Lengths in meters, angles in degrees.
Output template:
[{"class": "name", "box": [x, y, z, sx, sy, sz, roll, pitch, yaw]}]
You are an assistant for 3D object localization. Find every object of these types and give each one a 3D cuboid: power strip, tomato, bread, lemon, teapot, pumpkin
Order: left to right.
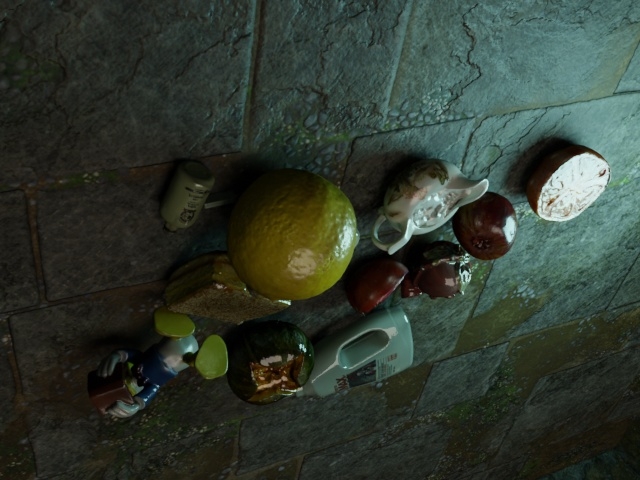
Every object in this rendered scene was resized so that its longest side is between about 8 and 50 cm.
[{"class": "power strip", "box": [-0.211, -0.087, 1.646, 0.083, 0.027, 0.017, -12, 140, -24]}, {"class": "bread", "box": [-0.204, 0.105, 1.764, 0.184, 0.110, 0.234, -24, 152, 34]}, {"class": "pumpkin", "box": [-0.133, 0.308, 2.019, 0.238, 0.159, 0.238, -13, 125, -19]}, {"class": "lemon", "box": [-0.059, -0.013, 1.630, 0.293, 0.293, 0.293, -18, 140, -16]}, {"class": "tomato", "box": [0.137, 0.105, 2.038, 0.173, 0.099, 0.189, -45, -178, -7]}, {"class": "teapot", "box": [0.242, -0.088, 1.860, 0.298, 0.139, 0.204, -37, 144, 5]}, {"class": "tomato", "box": [0.647, -0.163, 2.086, 0.237, 0.095, 0.236, -16, 136, -16]}]

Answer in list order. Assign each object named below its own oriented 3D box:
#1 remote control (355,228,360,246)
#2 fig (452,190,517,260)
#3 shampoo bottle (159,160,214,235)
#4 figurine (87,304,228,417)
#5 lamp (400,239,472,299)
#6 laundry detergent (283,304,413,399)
[{"class": "remote control", "box": [0.000, 0.000, 1.868, 0.221, 0.042, 0.078, 0, 131, -33]}, {"class": "fig", "box": [0.429, -0.063, 2.023, 0.175, 0.207, 0.175, 14, 142, 11]}, {"class": "shampoo bottle", "box": [-0.275, -0.076, 1.572, 0.079, 0.079, 0.162, 6, 128, -38]}, {"class": "figurine", "box": [-0.404, 0.323, 1.817, 0.283, 0.204, 0.338, -32, 171, -37]}, {"class": "lamp", "box": [0.322, 0.080, 2.105, 0.215, 0.151, 0.223, 9, 166, -37]}, {"class": "laundry detergent", "box": [0.060, 0.333, 2.209, 0.398, 0.124, 0.264, -20, 141, -11]}]
